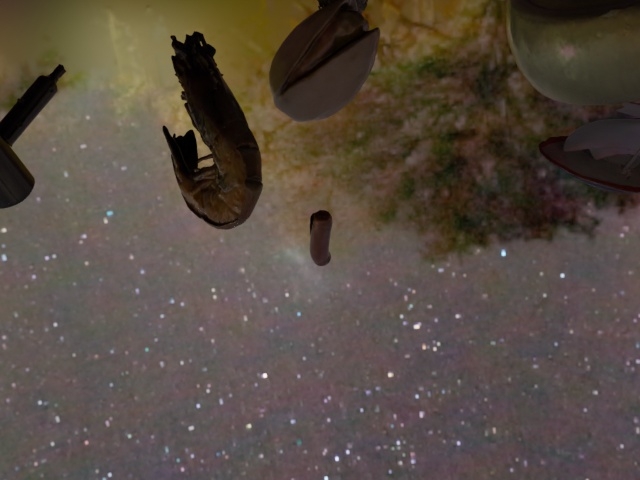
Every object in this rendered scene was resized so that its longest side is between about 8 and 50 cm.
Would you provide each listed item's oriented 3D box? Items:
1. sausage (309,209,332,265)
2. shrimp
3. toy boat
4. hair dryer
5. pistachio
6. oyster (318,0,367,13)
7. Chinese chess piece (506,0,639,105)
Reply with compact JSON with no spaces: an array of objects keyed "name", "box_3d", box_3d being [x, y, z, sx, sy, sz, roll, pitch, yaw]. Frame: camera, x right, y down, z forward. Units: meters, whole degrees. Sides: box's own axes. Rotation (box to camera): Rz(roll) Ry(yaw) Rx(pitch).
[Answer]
[{"name":"sausage","box_3d":[0.001,0.000,1.425,0.040,0.177,0.047,20,-120,12]},{"name":"shrimp","box_3d":[-0.162,-0.144,1.054,0.075,0.289,0.178,-14,162,-45]},{"name":"toy boat","box_3d":[0.452,-0.146,1.201,0.219,0.072,0.318,12,171,32]},{"name":"hair dryer","box_3d":[-0.464,-0.201,1.120,0.078,0.195,0.248,6,-128,23]},{"name":"pistachio","box_3d":[0.001,-0.256,1.094,0.144,0.144,0.215,-23,166,-36]},{"name":"oyster","box_3d":[0.039,-0.371,1.100,0.103,0.148,0.051,-20,-137,-9]},{"name":"Chinese chess piece","box_3d":[0.312,-0.238,0.752,0.250,0.101,0.250,-20,-147,14]}]
